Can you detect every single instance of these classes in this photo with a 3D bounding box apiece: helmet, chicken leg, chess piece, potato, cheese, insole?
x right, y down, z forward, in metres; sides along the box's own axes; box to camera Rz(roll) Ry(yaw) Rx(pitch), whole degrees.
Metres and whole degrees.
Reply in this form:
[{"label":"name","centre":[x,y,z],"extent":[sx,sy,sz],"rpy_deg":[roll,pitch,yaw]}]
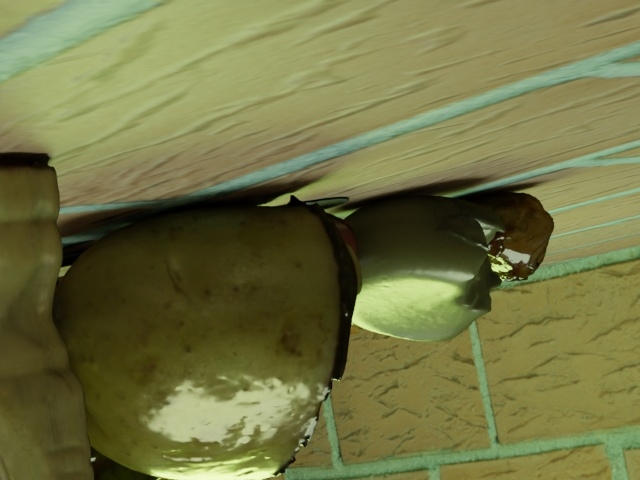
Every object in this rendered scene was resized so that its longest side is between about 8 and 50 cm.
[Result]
[{"label":"helmet","centre":[-0.001,-0.001,1.446],"extent":[0.065,0.049,0.084],"rpy_deg":[5,-179,-29]},{"label":"chicken leg","centre":[0.118,-0.001,1.646],"extent":[0.251,0.087,0.107],"rpy_deg":[-5,156,19]},{"label":"chess piece","centre":[-0.189,0.109,0.925],"extent":[0.137,0.301,0.137],"rpy_deg":[-11,178,0]},{"label":"potato","centre":[-0.114,0.083,1.305],"extent":[0.242,0.242,0.285],"rpy_deg":[-7,161,-29]},{"label":"cheese","centre":[0.093,0.024,1.514],"extent":[0.175,0.091,0.202],"rpy_deg":[14,154,-14]},{"label":"insole","centre":[-0.125,-0.005,1.469],"extent":[0.322,0.007,0.109],"rpy_deg":[-12,174,18]}]

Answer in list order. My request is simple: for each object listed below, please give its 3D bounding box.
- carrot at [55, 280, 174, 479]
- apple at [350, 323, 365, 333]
[{"label":"carrot","centre":[-0.230,0.172,1.500],"extent":[0.241,0.340,0.241],"rpy_deg":[-21,-170,4]},{"label":"apple","centre":[0.056,0.072,2.187],"extent":[0.126,0.102,0.126],"rpy_deg":[-12,170,-2]}]
